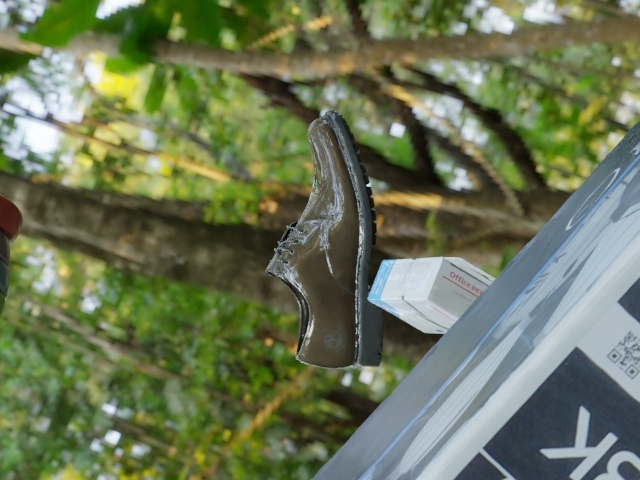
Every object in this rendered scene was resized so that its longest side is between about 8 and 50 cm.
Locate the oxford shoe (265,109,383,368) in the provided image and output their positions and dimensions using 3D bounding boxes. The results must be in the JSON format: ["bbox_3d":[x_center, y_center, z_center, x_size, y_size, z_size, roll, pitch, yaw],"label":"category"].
[{"bbox_3d":[0.000,0.000,1.355,0.083,0.096,0.227,170,97,-82],"label":"oxford shoe"}]

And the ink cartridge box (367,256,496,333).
[{"bbox_3d":[0.070,0.032,0.901,0.083,0.048,0.028,-5,59,62],"label":"ink cartridge box"}]

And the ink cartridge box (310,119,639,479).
[{"bbox_3d":[0.020,0.095,0.428,0.332,0.065,0.165,-49,1,4],"label":"ink cartridge box"}]

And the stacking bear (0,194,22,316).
[{"bbox_3d":[-0.441,0.088,1.753,0.175,0.164,0.289,27,-118,-38],"label":"stacking bear"}]
